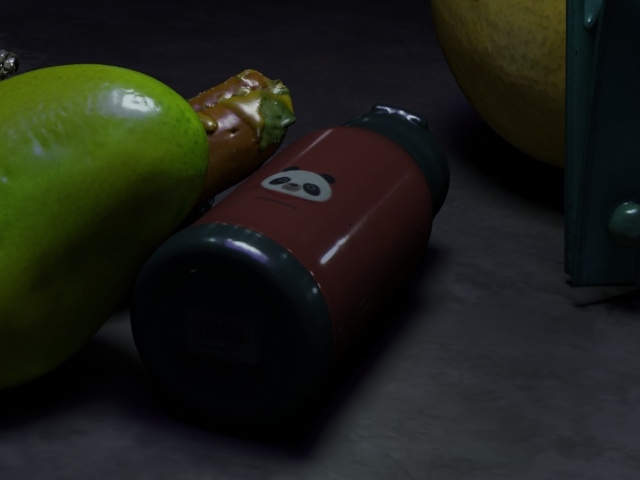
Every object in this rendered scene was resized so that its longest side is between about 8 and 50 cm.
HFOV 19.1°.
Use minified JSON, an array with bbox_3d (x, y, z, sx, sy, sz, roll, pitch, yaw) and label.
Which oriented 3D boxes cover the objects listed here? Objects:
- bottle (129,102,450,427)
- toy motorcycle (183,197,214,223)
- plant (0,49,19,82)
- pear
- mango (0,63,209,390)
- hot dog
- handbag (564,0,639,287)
[{"bbox_3d":[0.000,0.000,1.386,0.144,0.144,0.336,12,28,21],"label":"bottle"},{"bbox_3d":[-0.203,-0.058,1.564,0.229,0.094,0.130,27,39,19],"label":"toy motorcycle"},{"bbox_3d":[-0.347,-0.194,1.794,0.117,0.122,0.104,-5,15,3],"label":"plant"},{"bbox_3d":[0.249,-0.204,1.635,0.314,0.314,0.314,1,27,0],"label":"pear"},{"bbox_3d":[-0.209,-0.016,1.313,0.185,0.273,0.149,41,0,19],"label":"mango"},{"bbox_3d":[-0.138,-0.043,1.446,0.269,0.072,0.115,-34,13,-8],"label":"hot dog"},{"bbox_3d":[0.321,-0.094,1.436,0.269,0.274,0.100,-2,19,-14],"label":"handbag"}]
